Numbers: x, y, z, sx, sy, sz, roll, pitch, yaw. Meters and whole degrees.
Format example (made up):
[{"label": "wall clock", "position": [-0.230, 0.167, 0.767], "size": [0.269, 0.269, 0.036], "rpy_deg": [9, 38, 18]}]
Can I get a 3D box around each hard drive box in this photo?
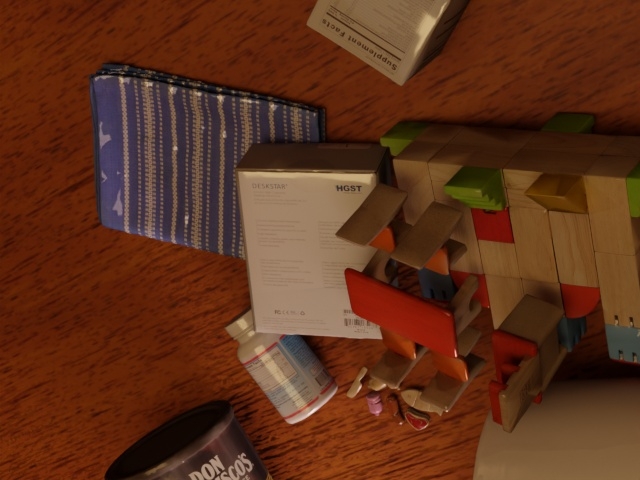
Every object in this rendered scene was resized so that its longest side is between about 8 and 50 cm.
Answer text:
[{"label": "hard drive box", "position": [0.000, 0.000, 1.727], "size": [0.181, 0.089, 0.232], "rpy_deg": [2, 117, 14]}]

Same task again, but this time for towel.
[{"label": "towel", "position": [-0.155, -0.092, 1.814], "size": [0.336, 0.040, 0.243], "rpy_deg": [13, 118, 20]}]

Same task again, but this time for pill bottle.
[{"label": "pill bottle", "position": [-0.056, 0.161, 1.851], "size": [0.087, 0.087, 0.160], "rpy_deg": [-34, 94, 33]}]

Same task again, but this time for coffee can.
[{"label": "coffee can", "position": [-0.147, 0.393, 1.932], "size": [0.201, 0.201, 0.275], "rpy_deg": [-24, 101, 32]}]

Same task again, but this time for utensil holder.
[{"label": "utensil holder", "position": [0.407, 0.311, 1.562], "size": [0.385, 0.327, 0.328], "rpy_deg": [-5, 110, 30]}]

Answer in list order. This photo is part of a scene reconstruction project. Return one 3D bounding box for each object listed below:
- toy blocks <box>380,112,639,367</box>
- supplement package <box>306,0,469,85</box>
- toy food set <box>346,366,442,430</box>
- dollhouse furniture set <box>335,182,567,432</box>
[{"label": "toy blocks", "position": [0.252, 0.009, 1.598], "size": [0.381, 0.191, 0.261], "rpy_deg": [8, 125, 34]}, {"label": "supplement package", "position": [0.110, -0.320, 1.526], "size": [0.139, 0.134, 0.244], "rpy_deg": [34, 122, 8]}, {"label": "toy food set", "position": [0.101, 0.214, 1.842], "size": [0.122, 0.019, 0.078], "rpy_deg": [30, 122, 2]}, {"label": "dollhouse furniture set", "position": [0.136, 0.101, 1.563], "size": [0.259, 0.135, 0.262], "rpy_deg": [22, 145, 31]}]
